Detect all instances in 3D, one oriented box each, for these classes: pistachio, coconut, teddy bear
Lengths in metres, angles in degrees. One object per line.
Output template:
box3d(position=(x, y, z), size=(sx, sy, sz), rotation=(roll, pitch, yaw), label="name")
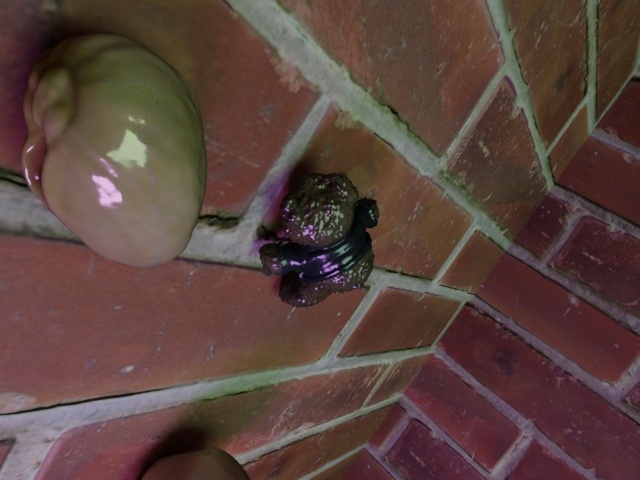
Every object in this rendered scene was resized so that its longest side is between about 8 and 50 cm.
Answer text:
box3d(position=(-0.143, -0.059, 0.371), size=(0.145, 0.117, 0.201), rotation=(-43, 151, -26), label="pistachio")
box3d(position=(-0.184, 0.445, 0.747), size=(0.197, 0.236, 0.237), rotation=(-84, -173, -54), label="coconut")
box3d(position=(0.015, 0.012, 0.658), size=(0.182, 0.129, 0.251), rotation=(-42, 150, -21), label="teddy bear")
